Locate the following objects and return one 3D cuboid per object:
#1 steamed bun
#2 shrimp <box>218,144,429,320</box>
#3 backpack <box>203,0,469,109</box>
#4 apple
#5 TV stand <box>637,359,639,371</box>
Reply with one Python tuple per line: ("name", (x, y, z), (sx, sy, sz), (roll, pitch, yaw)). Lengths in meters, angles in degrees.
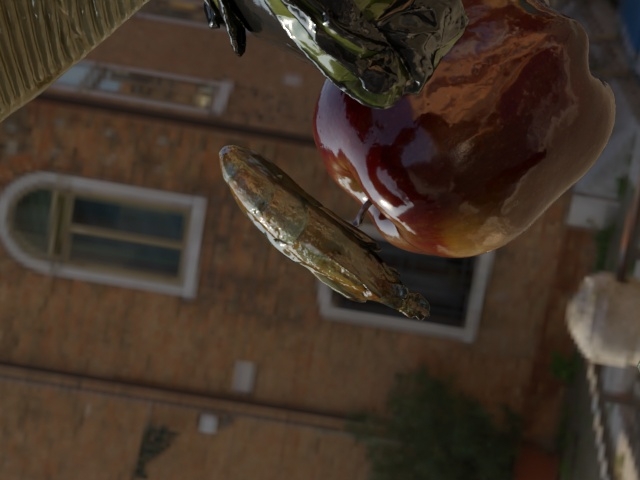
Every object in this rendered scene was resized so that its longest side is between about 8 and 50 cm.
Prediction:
("steamed bun", (-0.371, -0.286, 1.455), (0.383, 0.236, 0.247), (-41, -36, -12))
("shrimp", (-0.003, -0.006, 1.342), (0.059, 0.254, 0.145), (-51, 17, 10))
("backpack", (-0.013, -0.209, 0.989), (0.140, 0.207, 0.253), (-57, -36, -10))
("apple", (0.149, -0.128, 1.477), (0.317, 0.288, 0.288), (-37, 3, 1))
("TV stand", (0.444, 0.096, 1.285), (0.088, 0.269, 0.083), (95, 156, -61))
